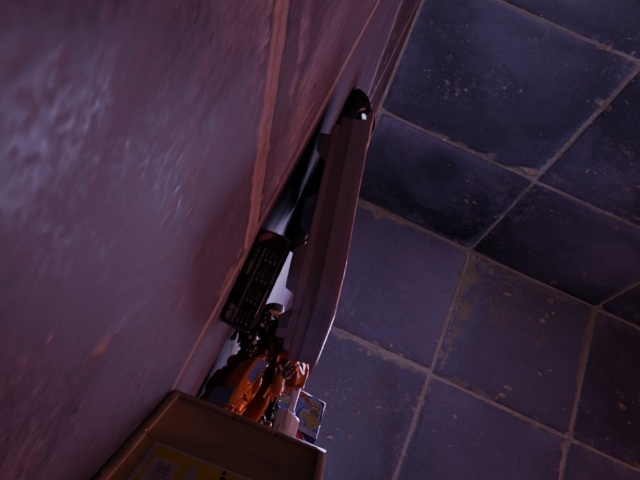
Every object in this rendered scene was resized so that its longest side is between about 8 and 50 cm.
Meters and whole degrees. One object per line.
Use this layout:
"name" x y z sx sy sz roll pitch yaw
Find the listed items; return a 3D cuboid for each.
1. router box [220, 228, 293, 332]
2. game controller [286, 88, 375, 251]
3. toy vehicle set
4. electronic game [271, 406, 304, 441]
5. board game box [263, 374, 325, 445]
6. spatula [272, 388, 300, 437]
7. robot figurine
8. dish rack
"router box" -0.076 0.049 0.741 0.092 0.038 0.123 94 20 -85
"game controller" 0.016 -0.122 1.118 0.319 0.067 0.166 -66 164 -5
"toy vehicle set" -0.087 0.209 0.469 0.267 0.165 0.035 -51 163 -82
"electronic game" -0.109 0.361 0.999 0.048 0.229 0.229 -45 -170 33
"board game box" -0.093 0.315 1.167 0.035 0.201 0.136 -62 180 16
"spatula" -0.096 0.256 1.098 0.019 0.168 0.242 -50 -170 26
"robot figurine" -0.098 0.235 0.927 0.291 0.085 0.211 -54 145 -48
"dish rack" 0.000 0.000 0.871 0.286 0.072 0.333 107 -5 -57
